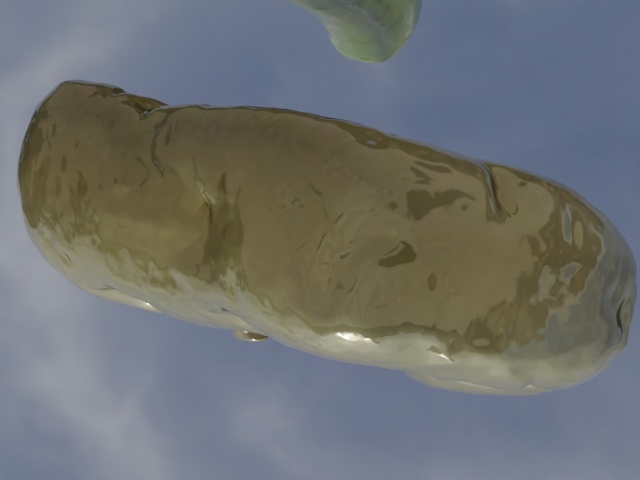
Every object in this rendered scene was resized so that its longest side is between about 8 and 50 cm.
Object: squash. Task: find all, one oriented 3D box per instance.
[{"bbox_3d":[0.001,-0.154,1.039,0.083,0.250,0.083,-2,-98,17],"label":"squash"}]

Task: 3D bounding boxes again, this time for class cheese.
[{"bbox_3d":[0.000,0.002,0.778,0.263,0.159,0.093,12,-91,50],"label":"cheese"}]
